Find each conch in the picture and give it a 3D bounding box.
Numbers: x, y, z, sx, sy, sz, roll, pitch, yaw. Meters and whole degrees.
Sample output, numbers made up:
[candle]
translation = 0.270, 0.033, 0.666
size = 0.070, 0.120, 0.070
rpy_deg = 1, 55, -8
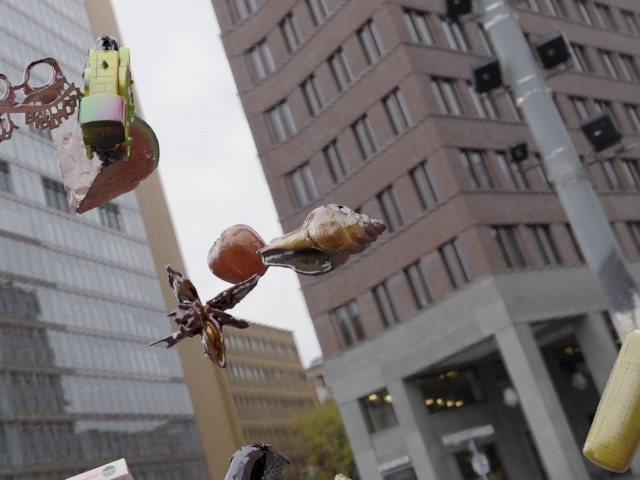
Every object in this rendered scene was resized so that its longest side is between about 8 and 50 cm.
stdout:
[conch]
translation = 0.006, 0.000, 1.222
size = 0.080, 0.086, 0.233
rpy_deg = -23, -7, -36

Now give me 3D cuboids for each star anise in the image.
[star anise]
translation = -0.179, 0.124, 1.319
size = 0.141, 0.158, 0.144
rpy_deg = 13, -29, -7

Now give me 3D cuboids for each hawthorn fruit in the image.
[hawthorn fruit]
translation = -0.157, 0.032, 1.702
size = 0.128, 0.128, 0.128
rpy_deg = -17, -18, -6

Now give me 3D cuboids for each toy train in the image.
[toy train]
translation = -0.432, -0.292, 1.787
size = 0.101, 0.296, 0.160
rpy_deg = -3, -35, -7

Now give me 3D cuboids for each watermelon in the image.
[watermelon]
translation = -0.598, -0.239, 2.345
size = 0.293, 0.250, 0.283
rpy_deg = -41, -35, -8

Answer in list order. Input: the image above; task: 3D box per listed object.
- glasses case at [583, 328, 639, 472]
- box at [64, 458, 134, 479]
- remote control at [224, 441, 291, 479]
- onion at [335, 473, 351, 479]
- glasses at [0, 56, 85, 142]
[glasses case]
translation = 0.477, 0.244, 1.356
size = 0.079, 0.234, 0.064
rpy_deg = 20, -23, 21
[box]
translation = -0.435, 0.498, 1.753
size = 0.125, 0.043, 0.089
rpy_deg = -18, -53, -11
[remote control]
translation = -0.148, 0.458, 1.148
size = 0.062, 0.398, 0.144
rpy_deg = 16, -19, 23
[onion]
translation = -0.021, 0.660, 1.928
size = 0.358, 0.344, 0.358
rpy_deg = 9, -22, 3
[glasses]
translation = -0.577, -0.263, 1.758
size = 0.255, 0.095, 0.162
rpy_deg = -25, -32, -32
